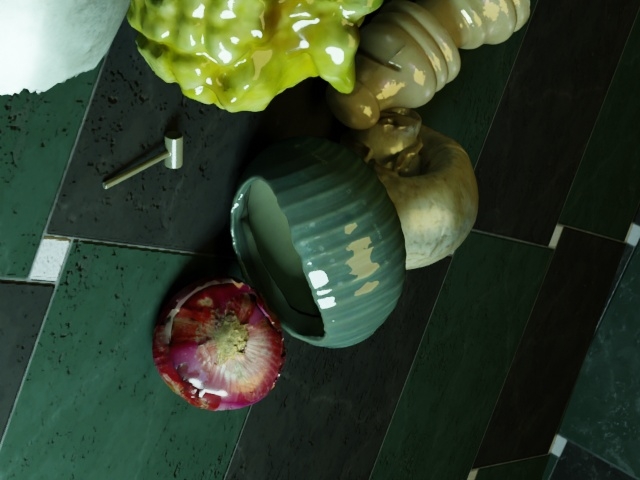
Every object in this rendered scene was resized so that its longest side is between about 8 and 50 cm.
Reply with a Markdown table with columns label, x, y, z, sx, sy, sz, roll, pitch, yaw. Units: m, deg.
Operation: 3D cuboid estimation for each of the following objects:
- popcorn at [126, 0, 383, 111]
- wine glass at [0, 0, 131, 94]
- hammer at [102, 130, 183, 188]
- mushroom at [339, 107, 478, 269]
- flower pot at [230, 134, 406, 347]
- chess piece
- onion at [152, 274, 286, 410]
| label | x | y | z | sx | sy | sz | roll | pitch | yaw |
| --- | --- | --- | --- | --- | --- | --- | --- | --- | --- |
| popcorn | -0.050 | -0.249 | 1.312 | 0.270 | 0.224 | 0.258 | -28 | 127 | -10 |
| wine glass | -0.224 | -0.274 | 0.971 | 0.238 | 0.238 | 0.323 | -35 | 142 | -48 |
| hammer | -0.178 | -0.075 | 1.461 | 0.110 | 0.019 | 0.035 | -31 | 137 | -43 |
| mushroom | 0.102 | -0.064 | 1.811 | 0.253 | 0.189 | 0.195 | -35 | 143 | -51 |
| flower pot | 0.000 | 0.000 | 1.637 | 0.157 | 0.189 | 0.243 | -34 | 112 | -33 |
| chess piece | 0.120 | -0.235 | 1.779 | 0.307 | 0.124 | 0.139 | -47 | 133 | -31 |
| onion | -0.119 | 0.117 | 1.632 | 0.150 | 0.150 | 0.140 | -59 | -169 | -16 |
